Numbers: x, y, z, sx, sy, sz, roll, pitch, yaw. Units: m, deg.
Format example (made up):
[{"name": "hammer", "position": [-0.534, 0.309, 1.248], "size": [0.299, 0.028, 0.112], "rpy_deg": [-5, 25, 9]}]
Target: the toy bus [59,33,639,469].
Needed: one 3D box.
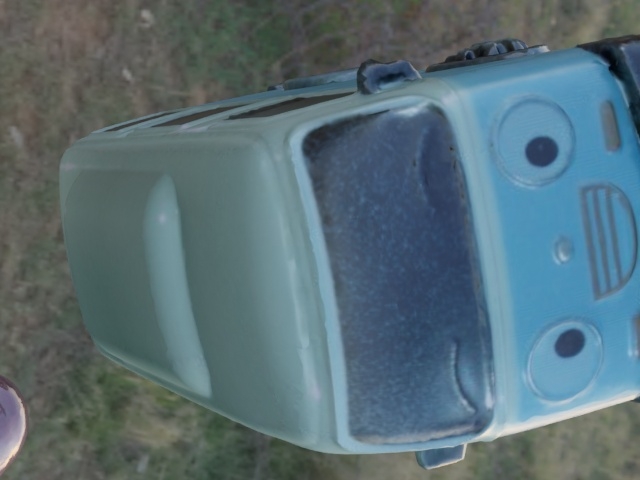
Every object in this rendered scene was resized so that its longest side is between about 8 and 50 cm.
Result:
[{"name": "toy bus", "position": [0.000, 0.000, 0.478], "size": [0.165, 0.271, 0.133], "rpy_deg": [-13, 99, -26]}]

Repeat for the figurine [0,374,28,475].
[{"name": "figurine", "position": [-0.371, 0.148, 0.906], "size": [0.211, 0.261, 0.269], "rpy_deg": [-40, 94, -35]}]
